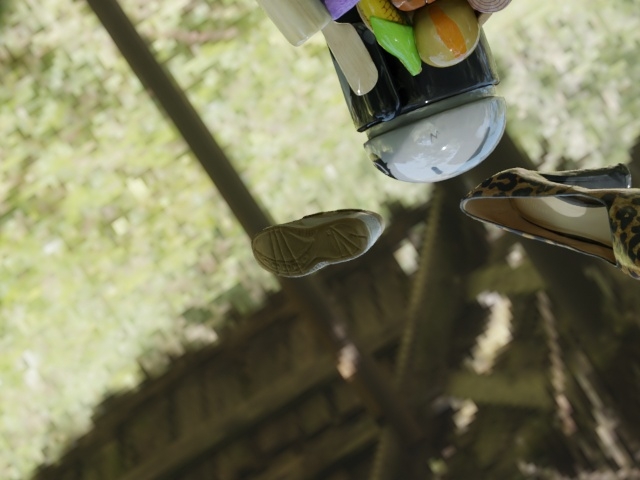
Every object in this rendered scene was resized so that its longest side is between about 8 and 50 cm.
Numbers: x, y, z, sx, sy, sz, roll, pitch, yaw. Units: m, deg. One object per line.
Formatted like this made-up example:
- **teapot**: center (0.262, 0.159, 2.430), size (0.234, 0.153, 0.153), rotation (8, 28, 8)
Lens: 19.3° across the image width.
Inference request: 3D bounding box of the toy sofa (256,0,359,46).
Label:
- **toy sofa**: center (0.083, -0.271, 1.010), size (0.362, 0.150, 0.177), rotation (-38, -173, 1)

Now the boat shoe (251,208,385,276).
- **boat shoe**: center (0.000, 0.000, 2.064), size (0.170, 0.063, 0.059), rotation (-7, -166, 40)

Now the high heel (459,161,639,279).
- **high heel**: center (0.250, -0.008, 1.948), size (0.186, 0.093, 0.261), rotation (-8, -157, -1)

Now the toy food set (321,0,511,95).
- **toy food set**: center (0.088, -0.193, 1.416), size (0.192, 0.132, 0.038), rotation (-31, -147, 3)

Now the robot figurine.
- **robot figurine**: center (0.098, -0.200, 2.072), size (0.209, 0.278, 0.173), rotation (-19, 179, -24)
